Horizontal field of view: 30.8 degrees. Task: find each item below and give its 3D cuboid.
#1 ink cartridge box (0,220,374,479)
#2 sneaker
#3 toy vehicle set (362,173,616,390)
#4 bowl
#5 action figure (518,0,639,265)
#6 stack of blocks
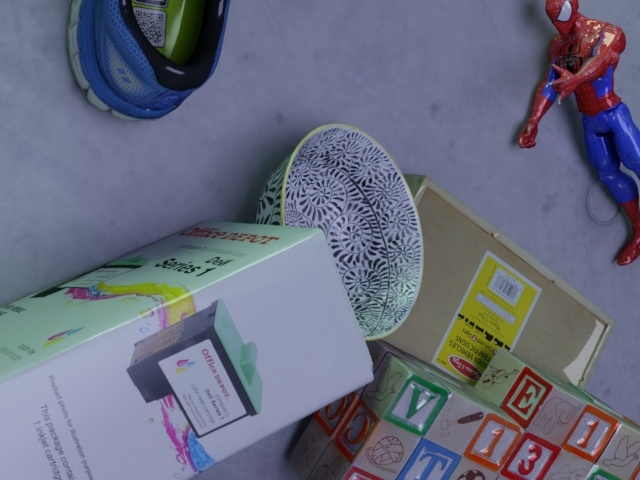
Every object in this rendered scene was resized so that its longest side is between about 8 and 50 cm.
[{"bbox_3d":[-0.136,0.088,0.789,0.278,0.201,0.117,-25,104,-26],"label":"ink cartridge box"},{"bbox_3d":[-0.102,-0.251,0.811,0.130,0.147,0.330,-4,95,-30],"label":"sneaker"},{"bbox_3d":[0.139,0.080,1.043,0.267,0.035,0.166,35,77,-27],"label":"toy vehicle set"},{"bbox_3d":[0.000,0.000,0.917,0.170,0.080,0.170,18,65,-45],"label":"bowl"},{"bbox_3d":[0.243,-0.086,1.054,0.139,0.091,0.280,-35,111,-32],"label":"action figure"},{"bbox_3d":[0.145,0.185,0.986,0.297,0.087,0.171,28,95,-27],"label":"stack of blocks"}]
